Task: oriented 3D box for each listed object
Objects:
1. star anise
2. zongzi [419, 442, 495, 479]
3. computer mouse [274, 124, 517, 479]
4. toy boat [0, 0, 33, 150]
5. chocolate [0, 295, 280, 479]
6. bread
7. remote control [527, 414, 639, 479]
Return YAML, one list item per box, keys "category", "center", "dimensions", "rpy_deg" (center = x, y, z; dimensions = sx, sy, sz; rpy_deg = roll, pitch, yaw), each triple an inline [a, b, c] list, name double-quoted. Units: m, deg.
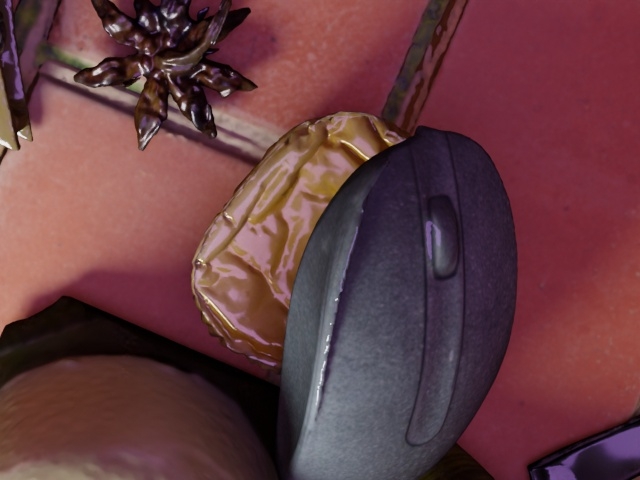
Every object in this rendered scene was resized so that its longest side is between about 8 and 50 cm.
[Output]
- category: "star anise"
  center: [-0.136, -0.160, 1.579]
  dimensions: [0.168, 0.057, 0.168]
  rpy_deg: [1, 103, 4]
- category: "zongzi"
  center: [0.098, 0.407, 1.642]
  dimensions: [0.432, 0.208, 0.403]
  rpy_deg: [46, 114, 20]
- category: "computer mouse"
  center: [0.066, 0.089, 1.470]
  dimensions: [0.203, 0.114, 0.374]
  rpy_deg: [-10, 128, -30]
- category: "toy boat"
  center: [-0.273, -0.301, 1.520]
  dimensions: [0.162, 0.136, 0.445]
  rpy_deg: [3, 102, 0]
- category: "chocolate"
  center: [-0.172, 0.257, 1.514]
  dimensions: [0.314, 0.297, 0.326]
  rpy_deg: [26, 94, -12]
- category: "bread"
  center: [0.000, 0.000, 1.569]
  dimensions: [0.179, 0.133, 0.250]
  rpy_deg: [39, 87, -8]
- category: "remote control"
  center: [0.296, 0.193, 1.669]
  dimensions: [0.212, 0.028, 0.059]
  rpy_deg: [-25, 100, -1]
